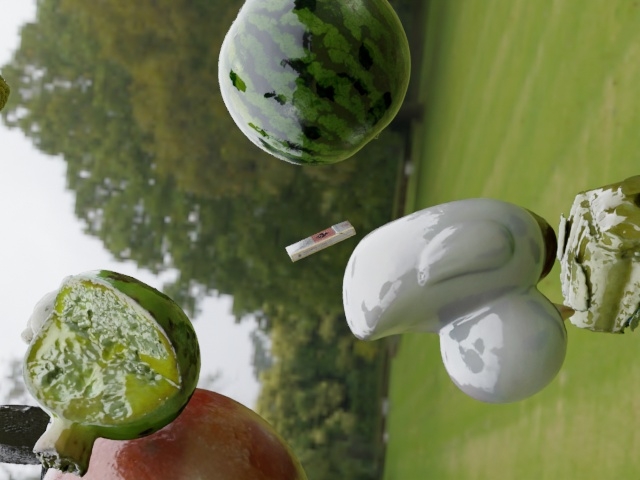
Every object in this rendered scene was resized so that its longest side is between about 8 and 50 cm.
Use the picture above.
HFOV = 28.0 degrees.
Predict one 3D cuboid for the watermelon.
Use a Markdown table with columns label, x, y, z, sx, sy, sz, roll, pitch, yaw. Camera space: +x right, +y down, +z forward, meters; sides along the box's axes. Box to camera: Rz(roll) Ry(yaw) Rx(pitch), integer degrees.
| label | x | y | z | sx | sy | sz | roll | pitch | yaw |
| --- | --- | --- | --- | --- | --- | --- | --- | --- | --- |
| watermelon | -0.012 | -0.250 | 1.852 | 0.285 | 0.285 | 0.285 | -173 | 90 | -89 |

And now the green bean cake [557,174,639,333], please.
| label | x | y | z | sx | sy | sz | roll | pitch | yaw |
| --- | --- | --- | --- | --- | --- | --- | --- | --- | --- |
| green bean cake | 0.522 | 0.019 | 1.935 | 0.285 | 0.309 | 0.202 | -81 | -5 | -67 |

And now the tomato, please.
| label | x | y | z | sx | sy | sz | roll | pitch | yaw |
| --- | --- | --- | --- | --- | --- | --- | --- | --- | --- |
| tomato | -0.143 | 0.262 | 1.196 | 0.265 | 0.264 | 0.265 | -173 | 90 | -89 |

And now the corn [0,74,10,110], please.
| label | x | y | z | sx | sy | sz | roll | pitch | yaw |
| --- | --- | --- | --- | --- | --- | --- | --- | --- | --- |
| corn | -0.569 | -0.155 | 1.887 | 0.347 | 0.130 | 0.130 | -62 | -16 | -49 |

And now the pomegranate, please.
| label | x | y | z | sx | sy | sz | roll | pitch | yaw |
| --- | --- | --- | --- | --- | --- | --- | --- | --- | --- |
| pomegranate | -0.173 | 0.113 | 1.065 | 0.122 | 0.143 | 0.169 | 43 | -120 | -76 |

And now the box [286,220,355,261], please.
| label | x | y | z | sx | sy | sz | roll | pitch | yaw |
| --- | --- | --- | --- | --- | --- | --- | --- | --- | --- |
| box | 0.000 | 0.000 | 1.556 | 0.046 | 0.083 | 0.012 | -126 | 12 | -76 |

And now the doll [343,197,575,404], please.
| label | x | y | z | sx | sy | sz | roll | pitch | yaw |
| --- | --- | --- | --- | --- | --- | --- | --- | --- | --- |
| doll | 0.151 | 0.075 | 1.350 | 0.221 | 0.251 | 0.221 | 175 | 90 | -69 |

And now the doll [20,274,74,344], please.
| label | x | y | z | sx | sy | sz | roll | pitch | yaw |
| --- | --- | --- | --- | --- | --- | --- | --- | --- | --- |
| doll | -0.433 | 0.128 | 2.132 | 0.137 | 0.097 | 0.209 | -50 | 15 | -15 |

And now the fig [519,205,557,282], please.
| label | x | y | z | sx | sy | sz | roll | pitch | yaw |
| --- | --- | --- | --- | --- | --- | --- | --- | --- | --- |
| fig | 0.256 | 0.055 | 1.927 | 0.236 | 0.124 | 0.124 | -50 | 5 | 6 |

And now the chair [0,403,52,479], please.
| label | x | y | z | sx | sy | sz | roll | pitch | yaw |
| --- | --- | --- | --- | --- | --- | --- | --- | --- | --- |
| chair | -0.498 | 0.346 | 2.105 | 0.149 | 0.174 | 0.213 | 113 | 160 | -57 |
